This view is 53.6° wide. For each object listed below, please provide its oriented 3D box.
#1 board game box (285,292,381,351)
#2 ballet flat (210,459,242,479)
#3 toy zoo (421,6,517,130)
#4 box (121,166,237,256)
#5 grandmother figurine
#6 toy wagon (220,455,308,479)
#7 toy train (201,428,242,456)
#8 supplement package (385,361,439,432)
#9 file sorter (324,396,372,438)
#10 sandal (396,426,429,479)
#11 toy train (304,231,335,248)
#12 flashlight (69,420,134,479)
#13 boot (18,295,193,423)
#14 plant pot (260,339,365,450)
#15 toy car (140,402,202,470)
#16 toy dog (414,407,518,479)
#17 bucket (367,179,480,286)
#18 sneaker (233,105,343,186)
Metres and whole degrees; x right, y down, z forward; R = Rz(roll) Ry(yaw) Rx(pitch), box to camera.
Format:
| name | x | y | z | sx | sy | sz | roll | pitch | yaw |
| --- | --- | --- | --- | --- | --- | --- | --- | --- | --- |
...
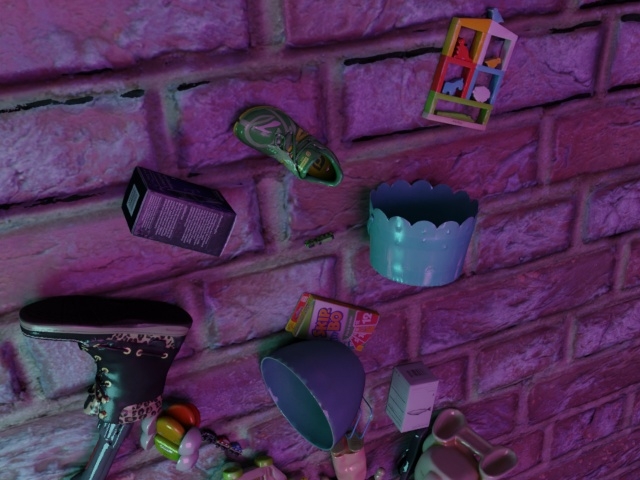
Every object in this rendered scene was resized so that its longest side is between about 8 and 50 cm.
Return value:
| name | x | y | z | sx | sy | sz | roll | pitch | yaw |
| --- | --- | --- | --- | --- | --- | --- | --- | --- | --- |
| board game box | 0.037 | 0.229 | 1.761 | 0.259 | 0.039 | 0.124 | 18 | 106 | -29 |
| ballet flat | -0.299 | 0.792 | 1.841 | 0.107 | 0.106 | 0.316 | 17 | 106 | -32 |
| toy zoo | 0.381 | -0.433 | 1.587 | 0.192 | 0.030 | 0.293 | 4 | 112 | -27 |
| box | -0.307 | -0.062 | 1.375 | 0.207 | 0.153 | 0.108 | 15 | 107 | -32 |
| grandmother figurine | 0.106 | 0.758 | 2.029 | 0.207 | 0.104 | 0.343 | -2 | 122 | 6 |
| toy wagon | -0.170 | 0.769 | 1.837 | 0.344 | 0.068 | 0.267 | -2 | 85 | -49 |
| toy train | -0.276 | 0.570 | 1.789 | 0.158 | 0.027 | 0.036 | 40 | 83 | -34 |
| supplement package | 0.282 | 0.484 | 1.962 | 0.105 | 0.105 | 0.179 | -5 | 117 | -24 |
| file sorter | 0.050 | 0.513 | 1.867 | 0.170 | 0.104 | 0.118 | 10 | 109 | -29 |
| sandal | 0.300 | 0.711 | 2.115 | 0.097 | 0.054 | 0.255 | -17 | 127 | -56 |
| toy train | 0.000 | 0.000 | 1.630 | 0.083 | 0.024 | 0.017 | -20 | 122 | -15 |
| flashlight | -0.565 | 0.554 | 1.605 | 0.103 | 0.103 | 0.304 | 26 | 99 | 2 |
| boot | -0.506 | 0.280 | 1.470 | 0.377 | 0.138 | 0.284 | 5 | 113 | -33 |
| plant pot | 0.006 | 0.378 | 1.692 | 0.195 | 0.290 | 0.290 | -34 | 126 | -28 |
| toy car | -0.371 | 0.492 | 1.644 | 0.136 | 0.159 | 0.182 | -52 | 164 | -47 |
| toy dog | 0.420 | 0.840 | 2.077 | 0.395 | 0.284 | 0.408 | -34 | 143 | -47 |
| bucket | 0.249 | -0.022 | 1.595 | 0.281 | 0.281 | 0.183 | -7 | 119 | -22 |
| sneaker | -0.057 | -0.211 | 1.435 | 0.295 | 0.123 | 0.109 | 24 | 103 | -32 |
